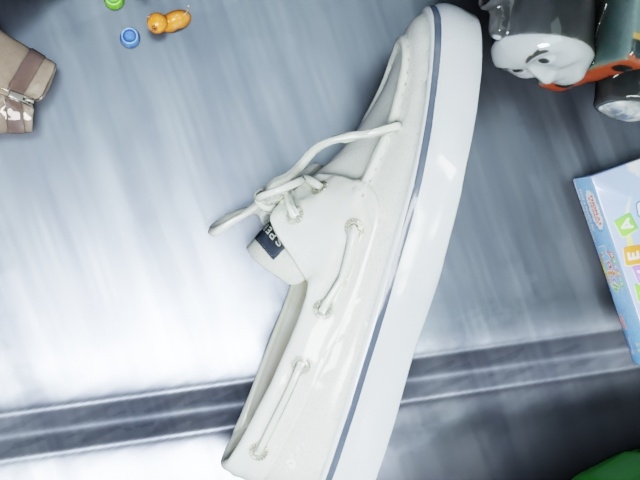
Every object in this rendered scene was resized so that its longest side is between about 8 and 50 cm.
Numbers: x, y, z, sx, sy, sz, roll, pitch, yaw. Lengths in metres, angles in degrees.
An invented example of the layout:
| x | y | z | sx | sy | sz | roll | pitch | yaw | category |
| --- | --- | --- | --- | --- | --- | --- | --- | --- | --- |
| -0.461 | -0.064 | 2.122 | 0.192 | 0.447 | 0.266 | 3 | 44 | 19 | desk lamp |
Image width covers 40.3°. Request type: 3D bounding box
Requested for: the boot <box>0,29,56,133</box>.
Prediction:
| x | y | z | sx | sy | sz | roll | pitch | yaw | category |
| --- | --- | --- | --- | --- | --- | --- | --- | --- | --- |
| -0.233 | -0.135 | 0.625 | 0.087 | 0.042 | 0.119 | 15 | 88 | -14 | boot |

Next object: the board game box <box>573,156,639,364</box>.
| x | y | z | sx | sy | sz | roll | pitch | yaw | category |
| --- | --- | --- | --- | --- | --- | --- | --- | --- | --- |
| 0.329 | -0.009 | 0.706 | 0.211 | 0.039 | 0.160 | -20 | 92 | -8 | board game box |

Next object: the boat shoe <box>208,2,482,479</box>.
| x | y | z | sx | sy | sz | roll | pitch | yaw | category |
| --- | --- | --- | --- | --- | --- | --- | --- | --- | --- |
| -0.001 | 0.001 | 0.619 | 0.156 | 0.136 | 0.367 | 15 | 96 | -5 | boat shoe |

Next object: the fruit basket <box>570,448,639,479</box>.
| x | y | z | sx | sy | sz | roll | pitch | yaw | category |
| --- | --- | --- | --- | --- | --- | --- | --- | --- | --- |
| 0.254 | 0.284 | 0.526 | 0.392 | 0.392 | 0.283 | -24 | 93 | -8 | fruit basket |

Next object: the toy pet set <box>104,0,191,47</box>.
| x | y | z | sx | sy | sz | roll | pitch | yaw | category |
| --- | --- | --- | --- | --- | --- | --- | --- | --- | --- |
| -0.114 | -0.221 | 0.629 | 0.114 | 0.065 | 0.122 | -23 | 93 | -8 | toy pet set |

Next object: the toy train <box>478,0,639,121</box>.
| x | y | z | sx | sy | sz | roll | pitch | yaw | category |
| --- | --- | --- | --- | --- | --- | --- | --- | --- | --- |
| 0.203 | -0.258 | 0.624 | 0.190 | 0.142 | 0.334 | 10 | 85 | -25 | toy train |
